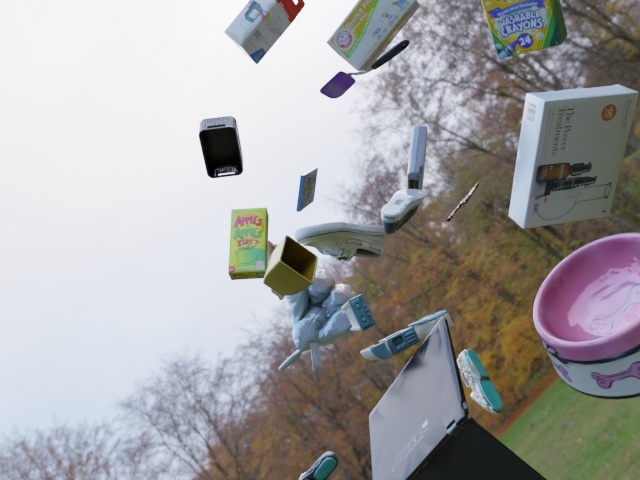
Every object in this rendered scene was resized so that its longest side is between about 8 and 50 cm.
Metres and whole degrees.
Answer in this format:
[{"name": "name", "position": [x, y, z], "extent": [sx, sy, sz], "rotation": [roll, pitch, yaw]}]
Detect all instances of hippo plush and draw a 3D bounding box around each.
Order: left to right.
[{"name": "hippo plush", "position": [0.024, 0.247, 1.752], "extent": [0.236, 0.234, 0.294], "rotation": [34, -125, -69]}]

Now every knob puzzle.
[{"name": "knob puzzle", "position": [-0.132, 0.103, 1.918], "extent": [0.029, 0.213, 0.213], "rotation": [-10, -21, 9]}]

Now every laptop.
[{"name": "laptop", "position": [0.292, 0.458, 1.212], "extent": [0.408, 0.236, 0.382], "rotation": [-89, 22, -53]}]

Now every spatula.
[{"name": "spatula", "position": [0.129, -0.488, 1.644], "extent": [0.296, 0.030, 0.084], "rotation": [-22, -25, 36]}]

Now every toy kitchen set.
[{"name": "toy kitchen set", "position": [0.185, 0.184, 1.416], "extent": [0.207, 0.166, 0.122], "rotation": [-21, -8, -27]}]

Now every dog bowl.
[{"name": "dog bowl", "position": [0.679, 0.152, 1.331], "extent": [0.408, 0.150, 0.408], "rotation": [-41, 17, 16]}]

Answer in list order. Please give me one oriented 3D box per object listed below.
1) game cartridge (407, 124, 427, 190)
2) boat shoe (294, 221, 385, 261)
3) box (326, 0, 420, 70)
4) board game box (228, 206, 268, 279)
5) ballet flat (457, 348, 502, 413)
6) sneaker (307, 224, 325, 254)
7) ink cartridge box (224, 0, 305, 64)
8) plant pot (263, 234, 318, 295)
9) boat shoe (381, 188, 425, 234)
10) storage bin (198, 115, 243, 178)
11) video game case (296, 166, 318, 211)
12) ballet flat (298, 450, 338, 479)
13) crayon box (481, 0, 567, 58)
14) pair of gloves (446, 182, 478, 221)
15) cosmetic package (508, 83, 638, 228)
[{"name": "game cartridge", "position": [0.326, -0.255, 1.944], "extent": [0.294, 0.060, 0.196], "rotation": [67, -145, -70]}, {"name": "boat shoe", "position": [0.051, 0.006, 1.209], "extent": [0.226, 0.076, 0.083], "rotation": [-2, -12, -33]}, {"name": "box", "position": [0.124, -0.506, 1.348], "extent": [0.203, 0.103, 0.114], "rotation": [-48, -1, 22]}, {"name": "board game box", "position": [-0.179, 0.007, 1.447], "extent": [0.092, 0.181, 0.043], "rotation": [-4, -28, 3]}, {"name": "ballet flat", "position": [0.498, 0.454, 1.821], "extent": [0.091, 0.241, 0.077], "rotation": [16, -54, -27]}, {"name": "sneaker", "position": [0.000, 0.000, 1.540], "extent": [0.043, 0.109, 0.040], "rotation": [-34, 27, 44]}, {"name": "ink cartridge box", "position": [-0.158, -0.646, 1.679], "extent": [0.231, 0.078, 0.134], "rotation": [-49, -15, 4]}, {"name": "plant pot", "position": [-0.065, 0.058, 1.103], "extent": [0.083, 0.081, 0.082], "rotation": [-43, 22, 31]}, {"name": "boat shoe", "position": [0.230, -0.085, 1.636], "extent": [0.219, 0.077, 0.070], "rotation": [-37, -44, -47]}, {"name": "storage bin", "position": [-0.325, -0.306, 1.898], "extent": [0.122, 0.084, 0.180], "rotation": [-8, -52, -3]}, {"name": "video game case", "position": [-0.042, -0.168, 1.882], "extent": [0.166, 0.015, 0.119], "rotation": [-47, -34, -69]}, {"name": "ballet flat", "position": [-0.018, 0.727, 1.778], "extent": [0.203, 0.074, 0.074], "rotation": [-50, -23, 7]}, {"name": "crayon box", "position": [0.607, -0.739, 1.762], "extent": [0.083, 0.203, 0.323], "rotation": [-49, -56, -38]}, {"name": "pair of gloves", "position": [0.297, -0.078, 1.198], "extent": [0.074, 0.010, 0.083], "rotation": [-44, -9, -45]}, {"name": "cosmetic package", "position": [0.705, -0.233, 1.632], "extent": [0.284, 0.097, 0.377], "rotation": [-9, -60, -12]}]
